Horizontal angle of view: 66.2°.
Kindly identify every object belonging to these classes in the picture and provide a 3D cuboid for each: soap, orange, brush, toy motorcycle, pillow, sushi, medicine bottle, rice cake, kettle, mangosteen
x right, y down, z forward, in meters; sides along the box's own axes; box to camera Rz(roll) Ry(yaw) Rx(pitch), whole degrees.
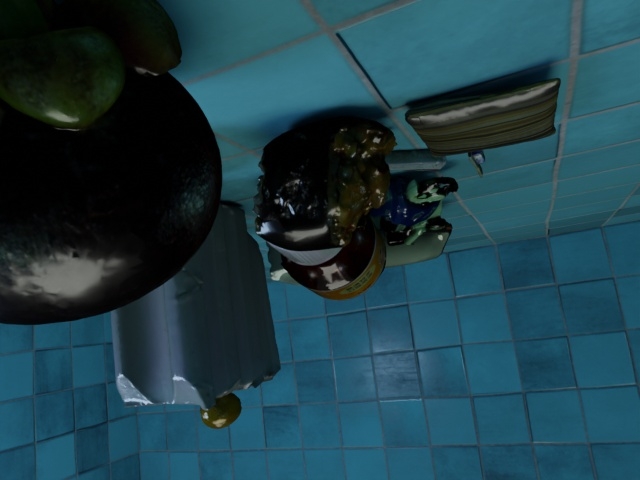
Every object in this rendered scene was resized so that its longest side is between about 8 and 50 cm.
[{"bbox_3d":[-0.076,0.039,1.455,0.095,0.172,0.289,-9,170,9],"label":"soap"},{"bbox_3d":[-0.227,0.384,1.122,0.095,0.085,0.085,-12,173,-25],"label":"orange"},{"bbox_3d":[-0.278,0.127,1.086,0.213,0.435,0.350,-11,172,21],"label":"soap"},{"bbox_3d":[0.320,-0.163,0.993,0.030,0.033,0.178,-26,164,20],"label":"brush"},{"bbox_3d":[0.204,-0.079,1.168,0.196,0.125,0.331,-5,167,0],"label":"toy motorcycle"},{"bbox_3d":[0.258,-0.183,0.768,0.208,0.052,0.212,-8,168,23],"label":"pillow"},{"bbox_3d":[0.012,-0.090,0.782,0.204,0.213,0.200,5,-165,10],"label":"sushi"},{"bbox_3d":[0.000,0.000,1.120,0.243,0.242,0.395,-11,163,19],"label":"medicine bottle"},{"bbox_3d":[0.135,-0.148,0.933,0.211,0.034,0.043,-5,167,-12],"label":"rice cake"},{"bbox_3d":[0.245,-0.007,1.445,0.255,0.165,0.240,-3,169,-20],"label":"kettle"},{"bbox_3d":[-0.246,-0.078,0.436,0.300,0.300,0.300,-7,170,-1],"label":"mangosteen"}]
